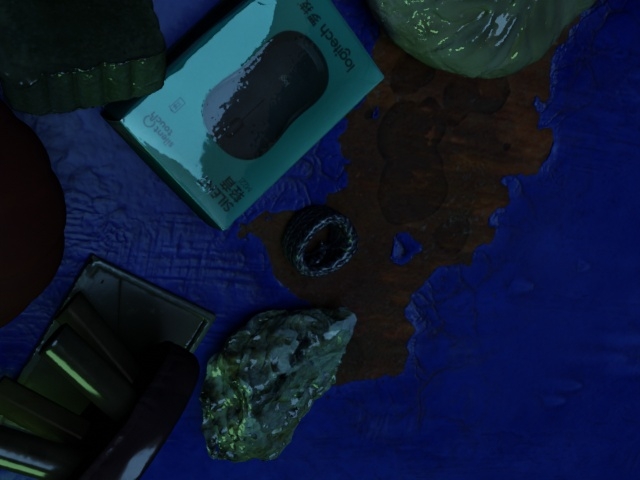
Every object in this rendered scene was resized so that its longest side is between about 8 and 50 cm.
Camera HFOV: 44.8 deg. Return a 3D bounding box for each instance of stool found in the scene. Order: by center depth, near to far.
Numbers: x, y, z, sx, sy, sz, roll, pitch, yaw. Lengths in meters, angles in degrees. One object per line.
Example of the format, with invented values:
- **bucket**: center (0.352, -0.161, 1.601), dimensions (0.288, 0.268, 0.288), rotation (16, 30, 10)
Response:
- **stool**: center (-0.297, 0.205, 0.958), dimensions (0.178, 0.272, 0.272), rotation (41, 88, -15)

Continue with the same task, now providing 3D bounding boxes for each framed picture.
- **framed picture**: center (-0.302, 0.180, 1.092), dimensions (0.209, 0.019, 0.281), rotation (32, 92, -28)

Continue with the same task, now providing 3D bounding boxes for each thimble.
- **thimble**: center (-0.002, 0.000, 1.137), dimensions (0.104, 0.066, 0.095), rotation (-20, 116, -16)

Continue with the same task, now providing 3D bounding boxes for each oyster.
- **oyster**: center (-0.069, 0.205, 1.150), dimensions (0.198, 0.112, 0.267), rotation (19, 95, -27)

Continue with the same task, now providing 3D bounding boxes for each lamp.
- **lamp**: center (-0.421, -0.035, 0.831), dimensions (0.303, 0.257, 0.303), rotation (9, 122, 14)

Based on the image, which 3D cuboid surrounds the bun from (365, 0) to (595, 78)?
- **bun**: center (0.238, -0.392, 1.033), dimensions (0.360, 0.211, 0.359), rotation (-7, 111, -21)

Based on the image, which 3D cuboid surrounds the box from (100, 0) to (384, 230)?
- **box**: center (-0.097, -0.190, 1.006), dimensions (0.311, 0.118, 0.205), rotation (-43, 116, -6)

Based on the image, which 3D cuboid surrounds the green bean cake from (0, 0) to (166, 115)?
- **green bean cake**: center (-0.279, -0.235, 0.878), dimensions (0.183, 0.185, 0.094), rotation (-13, 150, -20)
